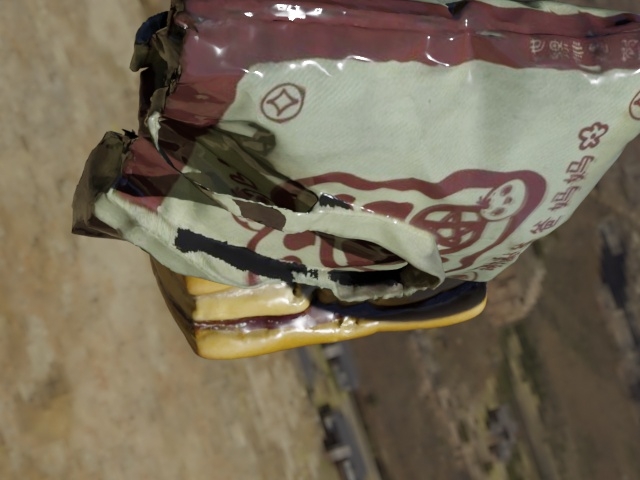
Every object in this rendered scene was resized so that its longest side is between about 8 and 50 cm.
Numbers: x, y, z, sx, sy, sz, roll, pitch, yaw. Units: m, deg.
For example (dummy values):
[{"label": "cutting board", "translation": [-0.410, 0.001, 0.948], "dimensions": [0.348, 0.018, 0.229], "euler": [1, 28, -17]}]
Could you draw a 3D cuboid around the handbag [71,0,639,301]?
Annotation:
[{"label": "handbag", "translation": [0.023, -0.039, 0.691], "dimensions": [0.213, 0.235, 0.127], "euler": [131, -47, -58]}]

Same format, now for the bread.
[{"label": "bread", "translation": [0.000, 0.000, 0.930], "dimensions": [0.116, 0.200, 0.077], "euler": [-114, -157, -43]}]
